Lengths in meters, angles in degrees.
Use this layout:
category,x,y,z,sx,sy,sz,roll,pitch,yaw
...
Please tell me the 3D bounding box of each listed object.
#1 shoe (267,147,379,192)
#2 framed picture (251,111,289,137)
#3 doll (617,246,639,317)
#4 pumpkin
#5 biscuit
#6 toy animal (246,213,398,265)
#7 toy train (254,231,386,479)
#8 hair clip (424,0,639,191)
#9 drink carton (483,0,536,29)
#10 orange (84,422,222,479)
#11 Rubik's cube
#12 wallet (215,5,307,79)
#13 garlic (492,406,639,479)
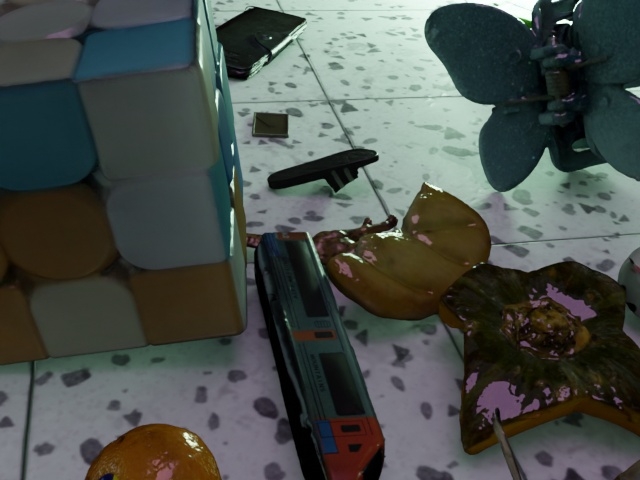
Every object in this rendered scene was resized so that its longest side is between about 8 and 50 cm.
category,x,y,z,sx,sy,sz,roll,pitch,yaw
shoe,0.008,-0.100,1.278,0.179,0.049,0.071,-15,23,2
framed picture,-0.089,-0.207,1.449,0.066,0.007,0.089,2,34,-4
doll,0.466,0.044,1.070,0.180,0.107,0.110,-24,80,-26
pumpkin,0.266,0.120,0.947,0.258,0.095,0.290,5,38,-7
biscuit,0.136,0.022,1.066,0.154,0.045,0.299,45,43,6
toy animal,0.002,0.005,1.118,0.275,0.054,0.149,-6,34,-13
toy train,-0.003,0.136,0.896,0.089,0.086,0.409,-3,35,-14
hair clip,0.411,-0.256,1.302,0.392,0.318,0.238,-6,9,36
drink carton,0.488,-0.449,1.780,0.161,0.108,0.271,-23,44,-34
orange,-0.146,0.229,0.716,0.135,0.135,0.117,36,12,37
Rubik's cube,-0.277,-0.100,0.942,0.347,0.344,0.346,-6,37,-1
wallet,-0.158,-0.426,1.723,0.172,0.045,0.318,16,38,18
garlic,0.273,0.245,0.712,0.207,0.207,0.257,-16,41,-27
